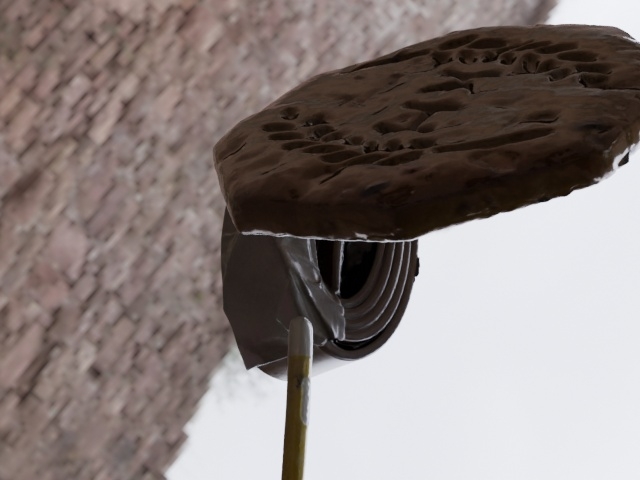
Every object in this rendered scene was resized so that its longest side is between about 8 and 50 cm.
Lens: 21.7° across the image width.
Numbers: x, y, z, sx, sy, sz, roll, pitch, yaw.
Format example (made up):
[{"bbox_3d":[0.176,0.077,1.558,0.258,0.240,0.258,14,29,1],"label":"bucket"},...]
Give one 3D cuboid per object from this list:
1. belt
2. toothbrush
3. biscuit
[{"bbox_3d":[0.000,0.000,1.864,0.122,0.217,0.339,-27,-139,41],"label":"belt"},{"bbox_3d":[-0.019,0.182,1.091,0.024,0.021,0.288,-11,-120,28],"label":"toothbrush"},{"bbox_3d":[0.087,-0.088,1.222,0.359,0.046,0.359,-11,-157,5],"label":"biscuit"}]
